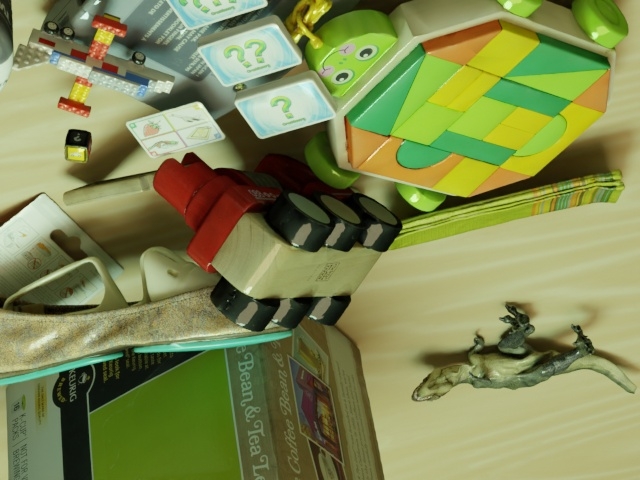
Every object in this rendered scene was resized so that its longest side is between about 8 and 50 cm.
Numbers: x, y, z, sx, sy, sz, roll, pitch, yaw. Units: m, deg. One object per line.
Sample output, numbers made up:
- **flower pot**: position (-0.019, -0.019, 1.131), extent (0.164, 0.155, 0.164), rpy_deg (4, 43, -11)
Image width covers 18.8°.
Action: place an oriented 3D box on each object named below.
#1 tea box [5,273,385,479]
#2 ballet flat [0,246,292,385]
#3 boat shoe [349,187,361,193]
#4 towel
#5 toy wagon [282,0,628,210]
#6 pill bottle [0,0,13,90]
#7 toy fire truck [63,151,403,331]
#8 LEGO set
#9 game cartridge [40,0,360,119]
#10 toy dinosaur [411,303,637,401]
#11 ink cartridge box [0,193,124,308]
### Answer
- **tea box**: position (-0.122, 0.249, 1.923), extent (0.323, 0.329, 0.220), rpy_deg (-29, 135, 20)
- **ballet flat**: position (-0.181, 0.063, 1.811), extent (0.316, 0.106, 0.107), rpy_deg (-9, 180, 7)
- **boat shoe**: position (0.000, 0.000, 1.888), extent (0.046, 0.038, 0.125), rpy_deg (26, 127, -34)
- **towel**: position (0.176, -0.024, 1.879), extent (0.237, 0.021, 0.102), rpy_deg (-13, 168, 2)
- **toy wagon**: position (0.102, -0.135, 1.700), extent (0.344, 0.068, 0.267), rpy_deg (12, 136, -43)
- **pill bottle**: position (-0.299, -0.178, 1.467), extent (0.130, 0.246, 0.130), rpy_deg (-6, 139, -5)
- **toy fire truck**: position (-0.087, -0.025, 1.766), extent (0.158, 0.246, 0.217), rpy_deg (-55, 158, 17)
- **LEGO set**: position (-0.134, -0.125, 1.610), extent (0.244, 0.060, 0.182), rpy_deg (-14, 135, 23)
- **game cartridge**: position (-0.072, -0.222, 1.613), extent (0.198, 0.062, 0.297), rpy_deg (22, 130, -37)
- **toy dinosaur**: position (0.229, 0.126, 2.068), extent (0.268, 0.064, 0.118), rpy_deg (0, 144, -15)
- **ink cartridge box**: position (-0.304, 0.035, 1.879), extent (0.179, 0.045, 0.145), rpy_deg (-38, 134, 3)
